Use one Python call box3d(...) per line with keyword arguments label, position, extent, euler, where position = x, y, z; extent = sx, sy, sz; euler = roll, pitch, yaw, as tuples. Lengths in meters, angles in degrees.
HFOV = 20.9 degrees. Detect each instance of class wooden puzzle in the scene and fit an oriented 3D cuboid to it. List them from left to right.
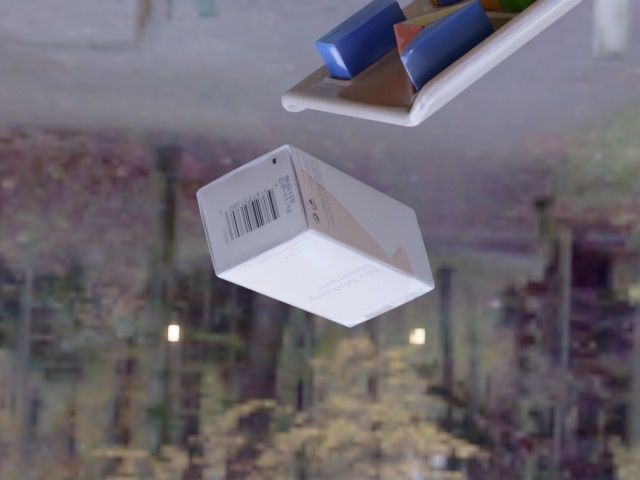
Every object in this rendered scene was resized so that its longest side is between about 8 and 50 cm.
box3d(label="wooden puzzle", position=(0.134, -0.246, 1.883), extent=(0.322, 0.080, 0.348), euler=(-38, -161, -17))

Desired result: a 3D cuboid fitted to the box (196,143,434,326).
box3d(label="box", position=(0.000, 0.000, 2.159), extent=(0.148, 0.121, 0.311), euler=(-27, 153, 25))
